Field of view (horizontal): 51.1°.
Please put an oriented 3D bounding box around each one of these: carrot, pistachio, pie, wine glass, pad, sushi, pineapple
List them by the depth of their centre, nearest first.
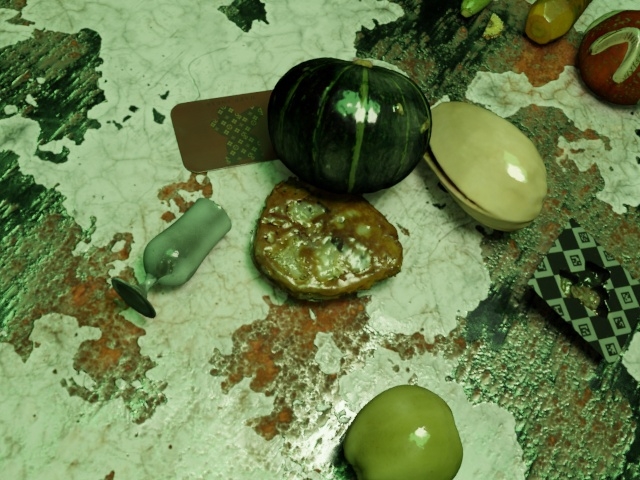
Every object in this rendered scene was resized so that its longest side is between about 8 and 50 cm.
[{"bbox_3d":[-0.266,0.025,1.228,0.103,0.103,0.231,35,62,7],"label":"wine glass"},{"bbox_3d":[0.000,-0.001,1.298,0.308,0.085,0.308,3,61,-5],"label":"pie"},{"bbox_3d":[0.534,0.105,1.358,0.231,0.047,0.219,44,58,1],"label":"sushi"},{"bbox_3d":[0.328,-0.154,1.371,0.214,0.193,0.318,-29,62,-33],"label":"pistachio"},{"bbox_3d":[-0.173,-0.237,1.425,0.267,0.004,0.181,-13,67,-15],"label":"pad"},{"bbox_3d":[0.433,-0.528,1.664,0.045,0.019,0.083,21,64,7],"label":"pineapple"},{"bbox_3d":[0.620,-0.603,1.683,0.114,0.114,0.302,40,63,9],"label":"carrot"}]

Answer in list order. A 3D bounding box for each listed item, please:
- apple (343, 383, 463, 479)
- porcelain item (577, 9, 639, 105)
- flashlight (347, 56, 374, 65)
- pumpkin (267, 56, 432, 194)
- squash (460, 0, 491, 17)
[{"bbox_3d":[0.139,0.340,1.111,0.200,0.200,0.200,4,64,-8],"label":"apple"},{"bbox_3d":[0.741,-0.452,1.565,0.253,0.253,0.253,4,64,-8],"label":"porcelain item"},{"bbox_3d":[0.126,-0.336,1.501,0.093,0.047,0.200,-37,75,-23],"label":"flashlight"},{"bbox_3d":[0.058,-0.231,1.308,0.323,0.241,0.323,5,26,-2],"label":"pumpkin"},{"bbox_3d":[0.410,-0.625,1.678,0.066,0.066,0.201,35,64,7],"label":"squash"}]
